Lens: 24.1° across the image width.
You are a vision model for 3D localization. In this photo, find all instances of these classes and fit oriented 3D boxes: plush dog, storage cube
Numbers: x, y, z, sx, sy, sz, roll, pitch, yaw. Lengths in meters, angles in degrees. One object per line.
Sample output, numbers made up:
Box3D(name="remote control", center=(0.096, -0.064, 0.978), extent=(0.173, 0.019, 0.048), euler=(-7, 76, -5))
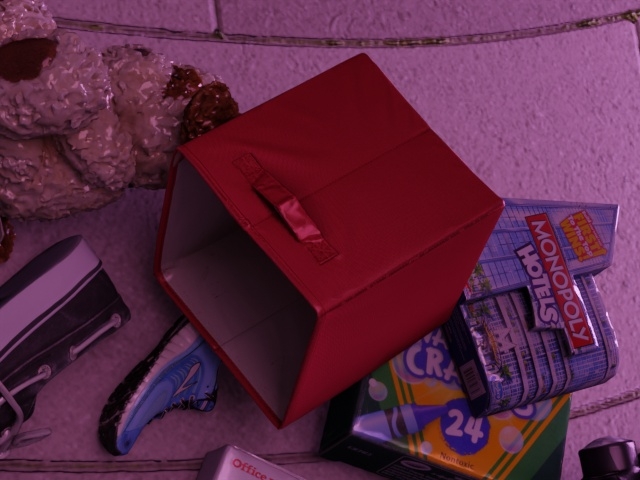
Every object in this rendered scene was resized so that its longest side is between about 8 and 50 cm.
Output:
Box3D(name="plush dog", center=(-0.176, -0.092, 1.240), extent=(0.225, 0.262, 0.210), euler=(-8, 110, -19))
Box3D(name="storage cube", center=(0.000, 0.000, 1.212), extent=(0.193, 0.215, 0.183), euler=(-30, 67, -27))

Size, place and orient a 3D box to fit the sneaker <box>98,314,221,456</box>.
Box3D(name="sneaker", center=(-0.120, 0.125, 1.269), extent=(0.073, 0.063, 0.162), euler=(47, 60, -10))

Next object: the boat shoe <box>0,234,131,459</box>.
Box3D(name="boat shoe", center=(-0.266, 0.121, 1.174), extent=(0.105, 0.113, 0.306), euler=(57, 45, -15))

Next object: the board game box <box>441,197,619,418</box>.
Box3D(name="board game box", center=(0.196, 0.040, 1.337), extent=(0.194, 0.060, 0.194), euler=(-12, 74, -27))

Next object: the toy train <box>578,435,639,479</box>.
Box3D(name="toy train", center=(0.316, 0.334, 1.334), extent=(0.190, 0.142, 0.334), euler=(-3, 76, -43))

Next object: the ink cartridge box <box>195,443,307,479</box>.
Box3D(name="ink cartridge box", center=(-0.070, 0.245, 1.261), extent=(0.088, 0.052, 0.122), euler=(29, 65, -16))

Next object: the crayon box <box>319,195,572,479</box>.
Box3D(name="crayon box", center=(0.135, 0.072, 1.380), extent=(0.203, 0.083, 0.323), euler=(21, 61, -15))
